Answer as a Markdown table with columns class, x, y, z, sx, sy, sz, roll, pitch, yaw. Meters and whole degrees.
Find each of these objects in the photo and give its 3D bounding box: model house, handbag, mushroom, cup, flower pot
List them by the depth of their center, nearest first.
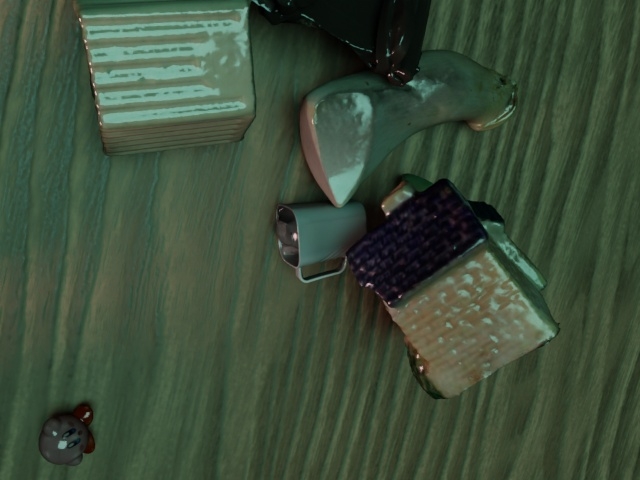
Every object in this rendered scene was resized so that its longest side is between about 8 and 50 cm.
| class | x | y | z | sx | sy | sz | roll | pitch | yaw |
| --- | --- | --- | --- | --- | --- | --- | --- | --- | --- |
| flower pot | -0.195 | -0.229 | 0.676 | 0.189 | 0.209 | 0.239 | -12 | 119 | -19 |
| handbag | 0.037 | -0.369 | 0.763 | 0.285 | 0.113 | 0.257 | 23 | 63 | -25 |
| model house | 0.184 | 0.030 | 0.851 | 0.243 | 0.298 | 0.284 | -33 | 101 | 15 |
| cup | 0.000 | 0.000 | 0.870 | 0.129 | 0.095 | 0.128 | -9 | 104 | -22 |
| mushroom | 0.153 | -0.215 | 0.875 | 0.397 | 0.126 | 0.177 | -27 | 111 | -17 |

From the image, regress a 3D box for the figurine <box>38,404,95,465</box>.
| class | x | y | z | sx | sy | sz | roll | pitch | yaw |
| --- | --- | --- | --- | --- | --- | --- | --- | --- | --- |
| figurine | -0.371 | 0.291 | 0.791 | 0.067 | 0.071 | 0.083 | -10 | 98 | 23 |
